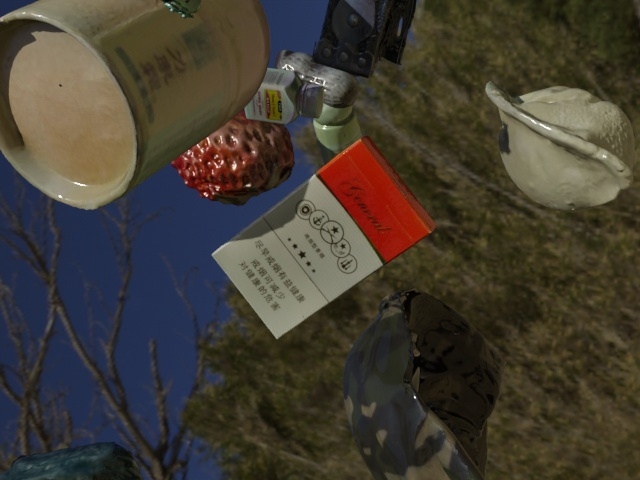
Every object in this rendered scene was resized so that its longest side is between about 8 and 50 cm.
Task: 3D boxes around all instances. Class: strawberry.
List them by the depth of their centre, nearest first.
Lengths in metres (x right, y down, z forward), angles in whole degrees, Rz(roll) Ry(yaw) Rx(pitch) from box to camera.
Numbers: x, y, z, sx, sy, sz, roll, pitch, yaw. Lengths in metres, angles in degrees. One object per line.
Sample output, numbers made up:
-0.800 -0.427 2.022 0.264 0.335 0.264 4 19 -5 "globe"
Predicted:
-0.201 -0.236 1.954 0.265 0.336 0.149 -26 -28 -28 "strawberry"

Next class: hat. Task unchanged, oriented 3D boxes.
0.100 0.279 1.075 0.381 0.257 0.366 -63 -11 12 "hat"

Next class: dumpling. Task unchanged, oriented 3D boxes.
0.219 -0.100 0.877 0.111 0.155 0.181 -62 11 -16 "dumpling"

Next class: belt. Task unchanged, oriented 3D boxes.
0.079 -0.355 1.372 0.122 0.128 0.218 -52 -22 -66 "belt"

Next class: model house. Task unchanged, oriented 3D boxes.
-0.292 0.414 1.084 0.291 0.184 0.253 -95 -6 -76 "model house"

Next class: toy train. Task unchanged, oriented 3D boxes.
-0.129 -0.203 0.732 0.029 0.045 0.092 -68 -24 1 "toy train"

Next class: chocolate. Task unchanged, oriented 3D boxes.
-0.008 -0.275 1.572 0.072 0.167 0.072 -48 -27 -35 "chocolate"

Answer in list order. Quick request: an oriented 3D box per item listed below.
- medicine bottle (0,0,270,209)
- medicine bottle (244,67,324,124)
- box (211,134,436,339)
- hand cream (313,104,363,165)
-0.201 -0.231 1.155 0.406 0.236 0.235 -46 -42 -48 "medicine bottle"
-0.057 -0.222 1.430 0.055 0.118 0.074 -70 -15 -46 "medicine bottle"
0.000 0.000 1.089 0.139 0.245 0.035 52 -157 -2 "box"
0.056 -0.193 2.023 0.147 0.093 0.306 -44 -45 -26 "hand cream"
